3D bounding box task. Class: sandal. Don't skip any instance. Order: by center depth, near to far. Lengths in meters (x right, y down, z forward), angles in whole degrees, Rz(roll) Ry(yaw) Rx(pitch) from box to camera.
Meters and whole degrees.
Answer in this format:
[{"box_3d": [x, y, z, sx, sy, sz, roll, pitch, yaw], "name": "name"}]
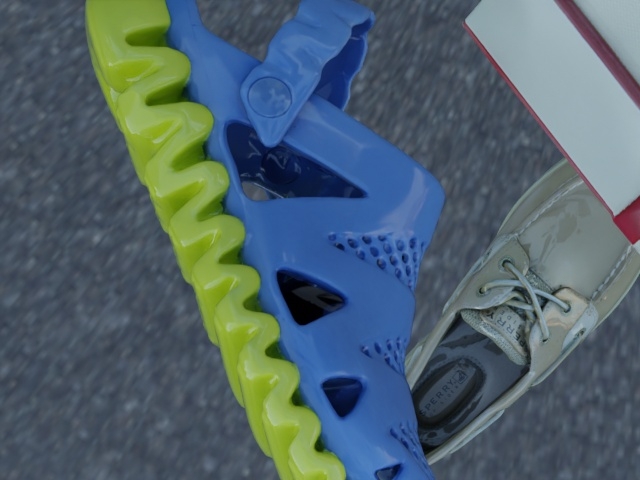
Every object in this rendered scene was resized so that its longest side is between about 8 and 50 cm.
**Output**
[{"box_3d": [0.000, 0.000, 0.897, 0.138, 0.126, 0.317, -21, 78, -8], "name": "sandal"}]

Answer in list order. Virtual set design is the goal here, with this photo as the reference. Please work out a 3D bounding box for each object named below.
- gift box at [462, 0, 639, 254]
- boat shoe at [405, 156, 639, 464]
[{"box_3d": [0.208, -0.077, 0.641, 0.255, 0.276, 0.258, 57, 144, 10], "name": "gift box"}, {"box_3d": [0.149, 0.054, 1.418, 0.109, 0.098, 0.302, 40, 109, 0], "name": "boat shoe"}]
